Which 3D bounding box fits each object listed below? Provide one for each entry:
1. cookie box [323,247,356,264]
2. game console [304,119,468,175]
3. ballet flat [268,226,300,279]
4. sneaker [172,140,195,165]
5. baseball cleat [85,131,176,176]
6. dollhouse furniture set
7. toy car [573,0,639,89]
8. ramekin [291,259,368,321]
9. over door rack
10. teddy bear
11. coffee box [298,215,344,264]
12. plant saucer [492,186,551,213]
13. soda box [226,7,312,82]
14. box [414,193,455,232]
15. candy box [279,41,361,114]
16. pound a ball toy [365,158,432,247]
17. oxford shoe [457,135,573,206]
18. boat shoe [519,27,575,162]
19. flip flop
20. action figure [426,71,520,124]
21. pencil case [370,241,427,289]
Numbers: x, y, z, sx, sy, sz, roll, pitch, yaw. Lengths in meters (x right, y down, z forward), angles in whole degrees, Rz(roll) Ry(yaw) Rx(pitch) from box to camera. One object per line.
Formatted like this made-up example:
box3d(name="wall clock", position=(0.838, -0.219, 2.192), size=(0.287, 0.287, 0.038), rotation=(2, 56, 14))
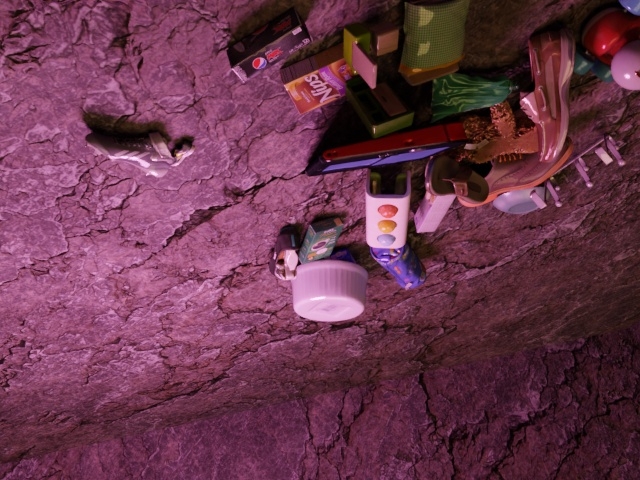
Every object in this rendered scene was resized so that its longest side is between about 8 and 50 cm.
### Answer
box3d(name="cookie box", position=(0.070, 0.077, 2.076), size=(0.092, 0.040, 0.107), rotation=(-21, 148, 10))
box3d(name="game console", position=(0.146, -0.210, 1.453), size=(0.342, 0.060, 0.386), rotation=(-14, -178, -7))
box3d(name="ballet flat", position=(-0.114, 0.070, 1.922), size=(0.095, 0.096, 0.280), rotation=(-11, 149, -14))
box3d(name="sneaker", position=(-0.341, -0.213, 1.431), size=(0.083, 0.031, 0.035), rotation=(-34, 132, 20))
box3d(name="baseball cleat", position=(-0.426, -0.219, 1.356), size=(0.109, 0.072, 0.206), rotation=(-49, 140, 16))
box3d(name="dollhouse furniture set", position=(0.214, -0.378, 1.251), size=(0.301, 0.151, 0.197), rotation=(-22, 147, -13))
box3d(name="toy car", position=(0.747, -0.429, 1.401), size=(0.210, 0.238, 0.219), rotation=(4, 144, -30))
box3d(name="ramekin", position=(0.031, 0.183, 2.072), size=(0.277, 0.135, 0.277), rotation=(0, 154, 0))
box3d(name="over door rack", position=(0.783, -0.197, 1.795), size=(0.239, 0.108, 0.324), rotation=(-40, 174, 33))
box3d(name="teddy bear", position=(0.450, -0.293, 1.627), size=(0.338, 0.113, 0.245), rotation=(-17, 144, 16))
box3d(name="coffee box", position=(0.000, 0.000, 1.899), size=(0.113, 0.040, 0.184), rotation=(-19, 153, -26))
box3d(name="plant saucer", position=(0.683, -0.126, 2.000), size=(0.195, 0.037, 0.195), rotation=(-5, 161, -2))
box3d(name="soda box", position=(-0.106, -0.397, 1.213), size=(0.169, 0.060, 0.053), rotation=(-27, 149, 15))
box3d(name="box", position=(0.358, -0.120, 1.828), size=(0.067, 0.063, 0.324), rotation=(-4, 157, -6))
box3d(name="candy box", position=(0.015, -0.366, 1.330), size=(0.186, 0.053, 0.109), rotation=(-21, 149, 9))
box3d(name="pound a ball toy", position=(0.236, -0.094, 1.737), size=(0.208, 0.136, 0.319), rotation=(2, 150, 5))
box3d(name="oxford shoe", position=(0.562, -0.223, 1.756), size=(0.363, 0.130, 0.133), rotation=(-28, 140, 17))
box3d(name="boat shoe", position=(0.551, -0.353, 1.469), size=(0.116, 0.123, 0.324), rotation=(1, 112, 12))
box3d(name="flip flop", position=(0.381, -0.158, 1.602), size=(0.277, 0.112, 0.080), rotation=(14, 176, -39))
box3d(name="action figure", position=(0.383, -0.371, 1.475), size=(0.232, 0.063, 0.137), rotation=(-8, 134, -5))
box3d(name="pencil case", position=(0.278, 0.075, 2.089), size=(0.119, 0.133, 0.306), rotation=(-4, 155, 26))
